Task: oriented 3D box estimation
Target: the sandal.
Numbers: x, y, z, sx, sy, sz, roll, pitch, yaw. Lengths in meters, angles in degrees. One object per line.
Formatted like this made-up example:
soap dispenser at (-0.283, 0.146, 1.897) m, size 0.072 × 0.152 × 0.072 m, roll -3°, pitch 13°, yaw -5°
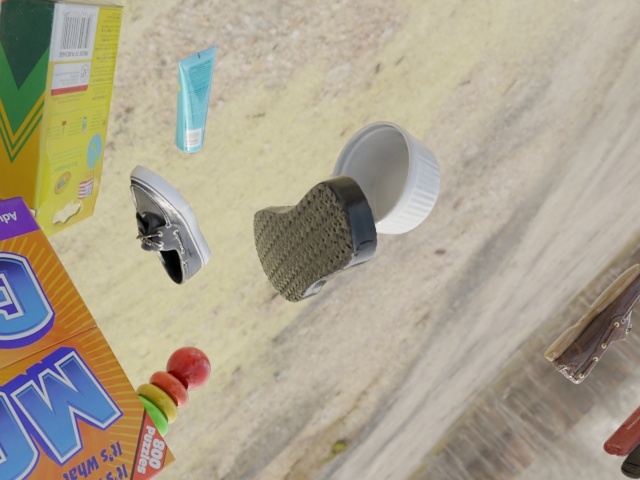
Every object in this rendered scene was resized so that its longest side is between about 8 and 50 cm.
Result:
sandal at (0.001, 0.002, 1.324) m, size 0.107 × 0.167 × 0.446 m, roll -17°, pitch 180°, yaw -23°

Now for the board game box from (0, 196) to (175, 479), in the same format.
board game box at (-0.460, 0.220, 0.900) m, size 0.356 × 0.356 × 0.356 m, roll -35°, pitch 174°, yaw 35°

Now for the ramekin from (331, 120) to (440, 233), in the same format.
ramekin at (0.127, -0.109, 1.556) m, size 0.109 × 0.207 × 0.207 m, roll 16°, pitch 121°, yaw -40°

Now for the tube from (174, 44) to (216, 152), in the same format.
tube at (-0.222, -0.244, 1.463) m, size 0.080 × 0.052 × 0.207 m, roll -39°, pitch 158°, yaw -37°

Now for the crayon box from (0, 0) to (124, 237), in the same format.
crayon box at (-0.364, -0.170, 1.141) m, size 0.202 × 0.081 × 0.318 m, roll -53°, pitch 156°, yaw -74°

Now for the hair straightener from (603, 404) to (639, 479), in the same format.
hair straightener at (0.439, 0.203, 1.012) m, size 0.230 × 0.089 × 0.047 m, roll -43°, pitch -164°, yaw -20°

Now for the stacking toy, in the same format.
stacking toy at (-0.336, 0.331, 1.610) m, size 0.330 × 0.141 × 0.141 m, roll -50°, pitch 168°, yaw -33°

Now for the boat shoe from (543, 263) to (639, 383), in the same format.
boat shoe at (0.443, 0.131, 1.301) m, size 0.207 × 0.073 × 0.073 m, roll -48°, pitch 172°, yaw 7°

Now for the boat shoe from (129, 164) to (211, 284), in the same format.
boat shoe at (-0.222, -0.012, 1.175) m, size 0.076 × 0.080 × 0.228 m, roll -55°, pitch 156°, yaw -22°
